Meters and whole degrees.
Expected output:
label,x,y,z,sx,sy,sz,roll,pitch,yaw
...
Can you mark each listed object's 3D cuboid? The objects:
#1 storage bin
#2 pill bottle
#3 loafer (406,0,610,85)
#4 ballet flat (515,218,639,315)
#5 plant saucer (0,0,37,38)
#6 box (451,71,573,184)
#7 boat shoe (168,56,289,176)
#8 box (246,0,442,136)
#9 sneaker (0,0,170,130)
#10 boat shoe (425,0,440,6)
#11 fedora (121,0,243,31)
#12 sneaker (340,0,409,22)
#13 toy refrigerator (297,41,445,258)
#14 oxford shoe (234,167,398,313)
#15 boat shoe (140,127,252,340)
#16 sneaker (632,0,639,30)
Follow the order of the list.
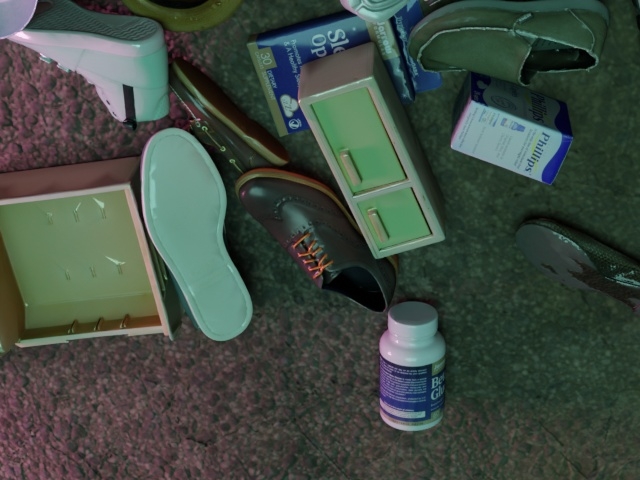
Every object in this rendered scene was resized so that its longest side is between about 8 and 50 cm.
label,x,y,z,sx,sy,sz,roll,pitch,yaw
storage bin,-0.343,0.029,1.858,0.262,0.123,0.260,-7,116,10
pill bottle,0.130,0.175,1.888,0.094,0.094,0.169,2,118,7
loafer,0.231,-0.241,1.645,0.251,0.087,0.094,-6,149,10
ballet flat,0.380,0.033,1.810,0.250,0.058,0.084,25,140,0
plant saucer,-0.420,-0.342,1.643,0.195,0.037,0.195,14,128,19
box,0.239,-0.145,1.688,0.137,0.126,0.072,20,117,-4
boat shoe,-0.136,-0.150,1.765,0.073,0.073,0.207,-40,106,21
box,0.032,-0.225,1.726,0.225,0.036,0.136,-14,115,13
sneaker,-0.307,-0.222,1.721,0.256,0.094,0.151,16,135,24
boat shoe,0.197,-0.321,1.641,0.152,0.056,0.049,-26,106,19
fedora,-0.170,-0.352,1.655,0.194,0.079,0.194,7,118,14
sneaker,0.125,-0.353,1.624,0.235,0.095,0.090,-30,106,0
toy refrigerator,0.070,-0.109,1.718,0.102,0.094,0.269,-16,127,15
oxford shoe,0.000,0.000,1.786,0.271,0.098,0.097,33,124,-21
boat shoe,-0.181,-0.013,1.822,0.116,0.099,0.319,-25,119,-16
sneaker,0.452,-0.254,1.620,0.118,0.107,0.279,-17,117,5
